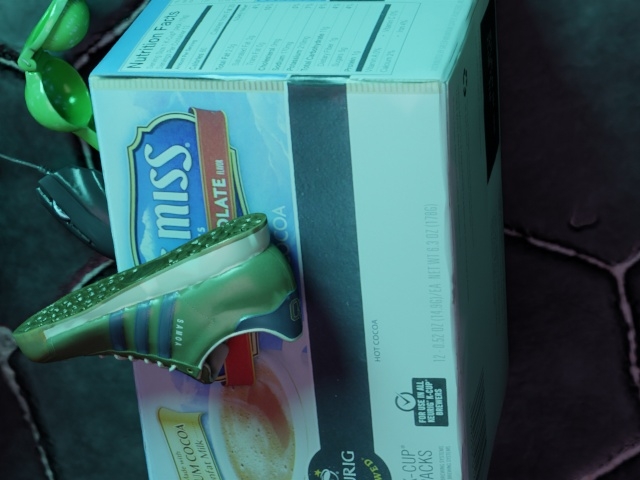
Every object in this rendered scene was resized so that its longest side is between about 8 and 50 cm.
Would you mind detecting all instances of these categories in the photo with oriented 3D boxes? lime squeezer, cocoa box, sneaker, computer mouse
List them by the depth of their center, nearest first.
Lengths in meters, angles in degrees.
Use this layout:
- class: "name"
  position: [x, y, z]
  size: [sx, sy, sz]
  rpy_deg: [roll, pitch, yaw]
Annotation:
- class: "sneaker"
  position: [-0.096, 0.057, 1.127]
  size: [0.192, 0.064, 0.086]
  rpy_deg: [-23, 104, 24]
- class: "cocoa box"
  position: [0.000, 0.000, 1.245]
  size: [0.228, 0.231, 0.347]
  rpy_deg: [2, 118, 13]
- class: "lime squeezer"
  position: [-0.165, -0.131, 1.294]
  size: [0.110, 0.059, 0.310]
  rpy_deg: [13, 131, 21]
- class: "computer mouse"
  position: [-0.220, -0.044, 1.359]
  size: [0.242, 0.041, 0.071]
  rpy_deg: [26, 156, -2]
